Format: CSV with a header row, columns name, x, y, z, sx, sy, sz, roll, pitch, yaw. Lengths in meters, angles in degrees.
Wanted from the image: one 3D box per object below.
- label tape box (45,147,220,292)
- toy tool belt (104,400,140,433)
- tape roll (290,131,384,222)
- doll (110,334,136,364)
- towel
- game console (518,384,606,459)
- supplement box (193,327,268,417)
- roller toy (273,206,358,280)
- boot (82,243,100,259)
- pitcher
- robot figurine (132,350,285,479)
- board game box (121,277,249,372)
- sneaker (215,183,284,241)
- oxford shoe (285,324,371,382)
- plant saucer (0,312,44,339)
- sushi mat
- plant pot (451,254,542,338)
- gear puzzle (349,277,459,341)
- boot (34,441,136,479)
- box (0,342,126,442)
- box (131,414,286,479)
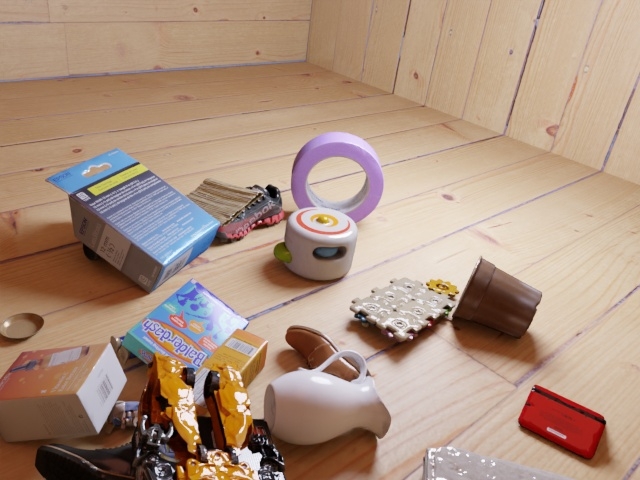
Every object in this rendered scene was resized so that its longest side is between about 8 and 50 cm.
name,x,y,z,sx,sy,sz,roll,pitch,yaw
label tape box,-0.465,-0.060,1.415,0.348,0.115,0.249,35,34,5
toy tool belt,-0.328,0.307,0.985,0.084,0.052,0.051,0,61,-9
tape roll,0.049,-0.181,1.708,0.275,0.274,0.090,6,30,-4
doll,-0.324,0.200,1.168,0.129,0.046,0.189,32,32,35
towel,0.299,0.437,0.906,0.283,0.049,0.187,13,31,7
game console,0.478,0.356,1.130,0.144,0.085,0.124,23,63,26
supplement box,-0.186,0.264,1.059,0.080,0.078,0.233,21,32,17
roller toy,0.000,0.000,1.504,0.191,0.146,0.209,21,31,21
boot,-0.510,-0.042,1.515,0.229,0.091,0.263,1,34,-25
pitcher,0.004,0.276,1.027,0.207,0.125,0.177,4,43,-20
robot figurine,-0.170,0.281,0.828,0.211,0.085,0.291,14,23,-25
board game box,-0.265,0.186,1.146,0.160,0.047,0.210,37,37,4
sneaker,-0.210,-0.087,1.621,0.098,0.135,0.276,30,37,30
oxford shoe,-0.002,0.242,1.154,0.212,0.076,0.076,28,44,32
plant saucer,-0.610,0.178,1.164,0.084,0.015,0.083,6,29,-3
sushi mat,-0.301,-0.115,1.622,0.151,0.019,0.317,-44,35,-21
plant pot,0.424,0.144,1.360,0.165,0.166,0.167,25,32,13
gear puzzle,0.225,0.157,1.398,0.176,0.044,0.339,27,32,33
boot,-0.326,0.342,0.902,0.198,0.076,0.137,24,26,1
box,-0.439,0.252,0.953,0.171,0.090,0.130,-7,28,8
box,-0.152,0.375,0.828,0.217,0.060,0.270,14,24,-28
